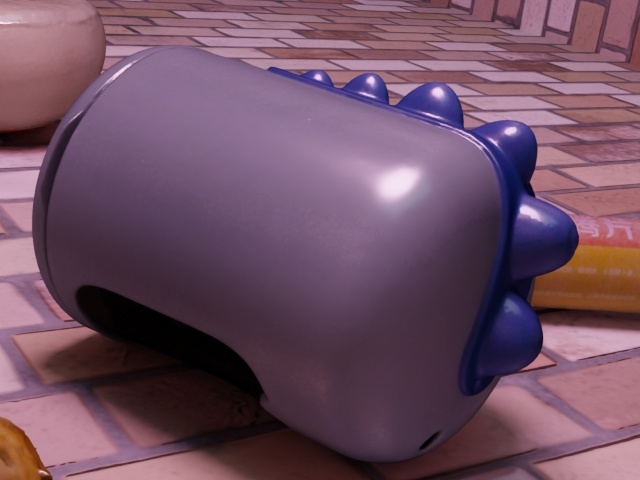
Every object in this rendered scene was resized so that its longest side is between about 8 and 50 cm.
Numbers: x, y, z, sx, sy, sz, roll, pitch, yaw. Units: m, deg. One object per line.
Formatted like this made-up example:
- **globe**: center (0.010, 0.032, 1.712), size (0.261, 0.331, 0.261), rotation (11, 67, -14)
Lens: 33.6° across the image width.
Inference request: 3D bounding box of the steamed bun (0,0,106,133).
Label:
- **steamed bun**: center (-0.412, -0.226, 1.325), size (0.283, 0.177, 0.283), rotation (6, 23, -3)

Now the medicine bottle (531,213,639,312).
- **medicine bottle**: center (0.210, 0.021, 1.003), size (0.426, 0.108, 0.108), rotation (3, 21, -8)

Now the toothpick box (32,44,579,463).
- **toothpick box**: center (0.000, 0.000, 0.751), size (0.354, 0.263, 0.263), rotation (22, 25, 31)

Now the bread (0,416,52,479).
- **bread**: center (-0.207, 0.148, 0.315), size (0.294, 0.167, 0.132), rotation (-8, 5, 21)
